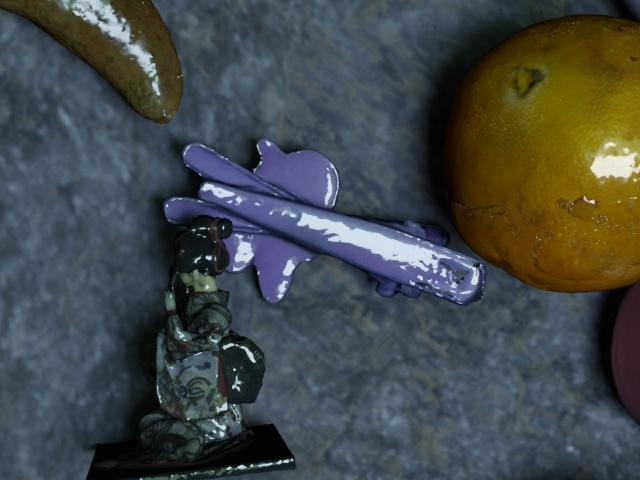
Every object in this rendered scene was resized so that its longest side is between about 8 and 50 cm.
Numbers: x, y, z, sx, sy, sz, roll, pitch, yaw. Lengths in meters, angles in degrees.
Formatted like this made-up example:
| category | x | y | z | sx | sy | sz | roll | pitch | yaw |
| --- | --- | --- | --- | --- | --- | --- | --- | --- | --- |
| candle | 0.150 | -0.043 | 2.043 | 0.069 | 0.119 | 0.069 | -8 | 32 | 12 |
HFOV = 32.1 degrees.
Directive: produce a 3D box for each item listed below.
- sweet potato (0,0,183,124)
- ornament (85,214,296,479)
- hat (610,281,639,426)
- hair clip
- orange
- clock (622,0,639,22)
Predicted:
| category | x | y | z | sx | sy | sz | roll | pitch | yaw |
| --- | --- | --- | --- | --- | --- | --- | --- | --- | --- |
| sweet potato | -0.244 | -0.219 | 0.868 | 0.342 | 0.092 | 0.114 | 28 | 98 | -15 |
| ornament | -0.110 | 0.079 | 0.878 | 0.153 | 0.166 | 0.196 | -4 | 90 | -9 |
| hat | 0.356 | 0.098 | 1.065 | 0.206 | 0.089 | 0.205 | -1 | 93 | -22 |
| hair clip | 0.001 | -0.001 | 0.958 | 0.279 | 0.090 | 0.137 | 20 | 97 | -9 |
| orange | 0.222 | -0.073 | 0.943 | 0.240 | 0.240 | 0.239 | 0 | 90 | -18 |
| clock | 0.368 | -0.261 | 1.010 | 0.197 | 0.197 | 0.068 | -40 | 103 | -14 |
